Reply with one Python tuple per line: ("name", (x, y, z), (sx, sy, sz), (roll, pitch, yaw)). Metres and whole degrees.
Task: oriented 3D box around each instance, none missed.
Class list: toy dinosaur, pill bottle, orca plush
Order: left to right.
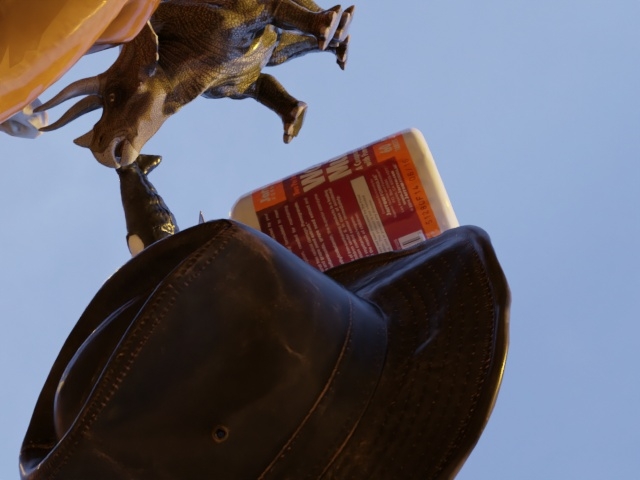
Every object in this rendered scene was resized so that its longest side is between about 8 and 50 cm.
("orca plush", (-0.183, 0.012, 1.659), (0.102, 0.151, 0.287), (-18, -114, 13))
("toy dinosaur", (-0.063, -0.158, 0.925), (0.313, 0.160, 0.121), (-61, 171, -54))
("pill bottle", (0.000, 0.000, 1.053), (0.221, 0.121, 0.121), (-21, -137, 5))

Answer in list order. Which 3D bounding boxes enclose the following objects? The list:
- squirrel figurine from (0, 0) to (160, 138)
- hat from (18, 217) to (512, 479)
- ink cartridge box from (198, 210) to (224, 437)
("squirrel figurine", (-0.193, -0.202, 0.805), (0.397, 0.281, 0.370), (-44, 179, -25))
("hat", (-0.065, 0.076, 0.671), (0.331, 0.134, 0.331), (-39, -161, 16))
("ink cartridge box", (-0.115, 0.153, 1.286), (0.165, 0.065, 0.332), (-114, -146, -63))
